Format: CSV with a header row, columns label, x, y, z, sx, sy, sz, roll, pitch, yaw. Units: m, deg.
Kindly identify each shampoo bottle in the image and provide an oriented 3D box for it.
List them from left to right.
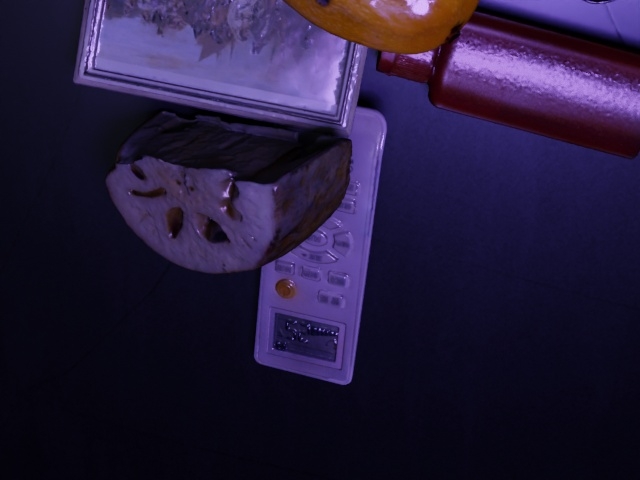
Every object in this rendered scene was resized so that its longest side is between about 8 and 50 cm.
label,x,y,z,sx,sy,sz,roll,pitch,yaw
shampoo bottle,0.183,-0.154,1.215,0.260,0.064,0.102,14,118,-2

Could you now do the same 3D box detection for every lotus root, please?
label,x,y,z,sx,sy,sz,roll,pitch,yaw
lotus root,-0.086,-0.045,1.219,0.235,0.119,0.138,6,126,36

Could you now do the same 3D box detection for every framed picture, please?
label,x,y,z,sx,sy,sz,roll,pitch,yaw
framed picture,-0.083,-0.221,1.203,0.274,0.017,0.217,10,102,0

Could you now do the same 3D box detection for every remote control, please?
label,x,y,z,sx,sy,sz,roll,pitch,yaw
remote control,0.000,0.000,1.320,0.109,0.055,0.313,13,121,10

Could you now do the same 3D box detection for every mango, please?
label,x,y,z,sx,sy,sz,roll,pitch,yaw
mango,0.023,-0.263,1.126,0.262,0.109,0.157,40,91,7

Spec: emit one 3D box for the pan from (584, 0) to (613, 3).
label,x,y,z,sx,sy,sz,roll,pitch,yaw
pan,0.232,-0.253,1.182,0.115,0.023,0.068,6,118,-1
